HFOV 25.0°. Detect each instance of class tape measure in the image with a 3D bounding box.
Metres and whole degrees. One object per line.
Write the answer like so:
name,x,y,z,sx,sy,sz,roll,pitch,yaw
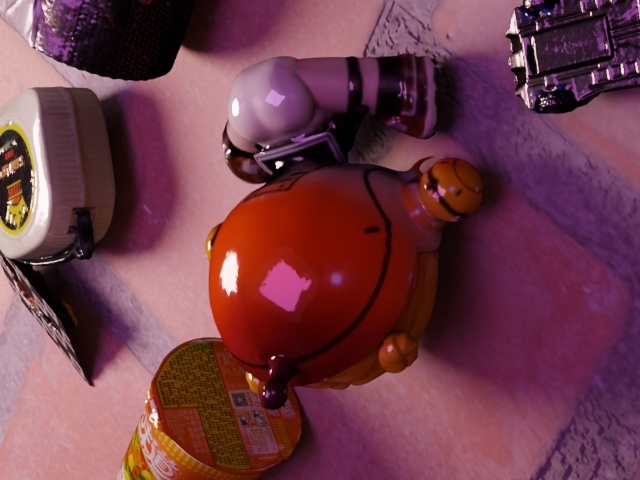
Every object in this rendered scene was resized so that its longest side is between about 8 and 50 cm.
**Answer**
tape measure,-0.328,-0.065,1.714,0.235,0.115,0.207,-21,78,53

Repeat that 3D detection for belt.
belt,-0.260,-0.278,1.571,0.289,0.184,0.164,46,129,38

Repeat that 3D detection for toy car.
toy car,0.247,-0.164,1.153,0.216,0.063,0.103,-10,88,39

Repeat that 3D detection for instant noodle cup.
instant noodle cup,-0.132,0.219,1.520,0.168,0.168,0.185,59,138,23

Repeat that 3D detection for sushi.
sushi,-0.335,0.074,1.768,0.201,0.031,0.139,45,158,32

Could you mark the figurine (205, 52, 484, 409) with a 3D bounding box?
figurine,-0.003,-0.002,1.327,0.320,0.196,0.323,-17,72,39
